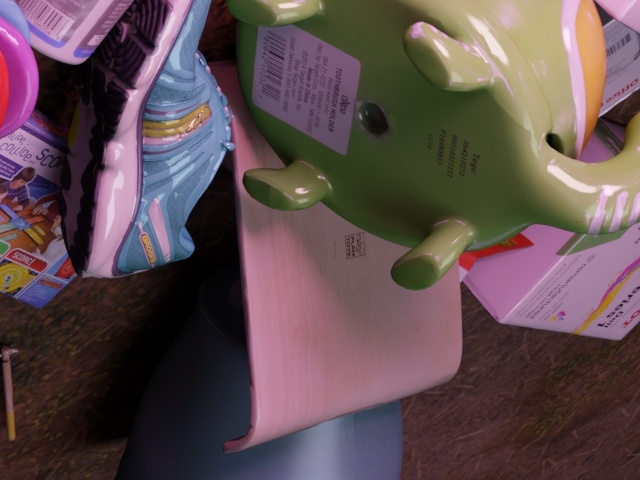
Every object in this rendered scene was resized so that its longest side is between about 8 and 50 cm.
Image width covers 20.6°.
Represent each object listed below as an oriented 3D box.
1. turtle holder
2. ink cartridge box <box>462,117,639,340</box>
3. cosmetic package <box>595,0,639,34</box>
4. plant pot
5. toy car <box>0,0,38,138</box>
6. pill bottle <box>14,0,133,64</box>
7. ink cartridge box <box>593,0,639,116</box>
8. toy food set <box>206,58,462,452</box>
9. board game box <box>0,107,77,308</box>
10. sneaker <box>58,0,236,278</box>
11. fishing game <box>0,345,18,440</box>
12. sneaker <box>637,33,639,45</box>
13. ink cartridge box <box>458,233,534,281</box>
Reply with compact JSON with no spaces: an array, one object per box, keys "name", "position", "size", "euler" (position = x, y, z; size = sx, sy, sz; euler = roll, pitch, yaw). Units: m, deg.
[{"name":"turtle holder","position":[0.106,-0.124,1.230],"size":[0.227,0.320,0.243],"euler":[-42,123,-39]},{"name":"ink cartridge box","position":[0.285,-0.010,1.826],"size":[0.201,0.117,0.278],"euler":[-49,150,20]},{"name":"cosmetic package","position":[0.249,-0.261,1.346],"size":[0.151,0.183,0.151],"euler":[-48,151,18]},{"name":"plant pot","position":[-0.042,0.166,1.590],"size":[0.272,0.272,0.255],"euler":[-13,129,-37]},{"name":"toy car","position":[-0.233,-0.111,1.044],"size":[0.159,0.136,0.182],"euler":[-50,-175,20]},{"name":"pill bottle","position":[-0.144,-0.187,1.129],"size":[0.137,0.078,0.078],"euler":[-48,150,19]},{"name":"ink cartridge box","position":[0.237,-0.168,1.604],"size":[0.099,0.056,0.135],"euler":[-36,151,-2]},{"name":"toy food set","position":[0.000,0.000,1.411],"size":[0.220,0.092,0.306],"euler":[-12,103,-38]},{"name":"board game box","position":[-0.225,-0.027,1.318],"size":[0.136,0.035,0.201],"euler":[-42,151,8]},{"name":"sneaker","position":[-0.113,-0.095,1.234],"size":[0.110,0.107,0.275],"euler":[-3,128,-27]},{"name":"fishing game","position":[-0.370,0.190,1.471],"size":[0.264,0.041,0.189],"euler":[-20,145,-28]},{"name":"sneaker","position":[0.371,-0.199,1.539],"size":[0.127,0.208,0.319],"euler":[-52,150,2]},{"name":"ink cartridge box","position":[0.101,0.025,1.673],"size":[0.179,0.045,0.145],"euler":[-14,159,22]}]
